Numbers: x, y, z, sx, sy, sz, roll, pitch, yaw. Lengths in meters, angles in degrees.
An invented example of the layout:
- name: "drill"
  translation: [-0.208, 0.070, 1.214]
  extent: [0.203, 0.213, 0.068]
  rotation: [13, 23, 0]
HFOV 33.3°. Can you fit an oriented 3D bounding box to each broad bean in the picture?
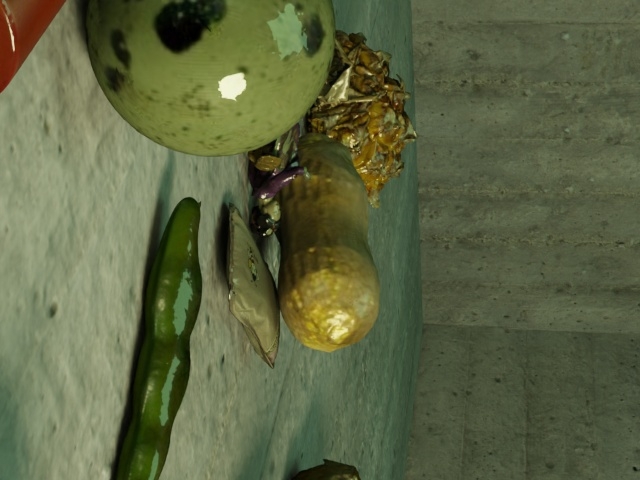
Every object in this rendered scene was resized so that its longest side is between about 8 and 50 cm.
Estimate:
- name: "broad bean"
  translation: [-0.131, 0.100, 0.892]
  extent: [0.060, 0.043, 0.298]
  rotation: [52, 41, -60]

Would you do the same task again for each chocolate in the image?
- name: "chocolate"
  translation: [0.000, 0.000, 1.292]
  extent: [0.134, 0.134, 0.309]
  rotation: [79, 4, -52]

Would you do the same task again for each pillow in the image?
- name: "pillow"
  translation: [-0.076, 0.054, 1.203]
  extent: [0.233, 0.038, 0.131]
  rotation: [72, 16, -62]

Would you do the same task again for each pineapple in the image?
- name: "pineapple"
  translation: [0.061, -0.177, 1.608]
  extent: [0.158, 0.161, 0.335]
  rotation: [-26, 120, -76]

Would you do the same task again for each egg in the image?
- name: "egg"
  translation: [-0.078, -0.149, 0.780]
  extent: [0.228, 0.177, 0.177]
  rotation: [-106, -164, -85]

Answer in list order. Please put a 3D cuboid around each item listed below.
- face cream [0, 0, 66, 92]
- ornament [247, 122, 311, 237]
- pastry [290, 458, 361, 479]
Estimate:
- name: "face cream"
  translation: [-0.159, -0.163, 0.538]
  extent: [0.214, 0.095, 0.096]
  rotation: [-77, 165, -47]
- name: "ornament"
  translation: [-0.047, -0.100, 1.219]
  extent: [0.088, 0.081, 0.203]
  rotation: [-59, 150, -67]
- name: "pastry"
  translation: [0.011, 0.444, 1.526]
  extent: [0.257, 0.120, 0.236]
  rotation: [-41, 133, -75]
